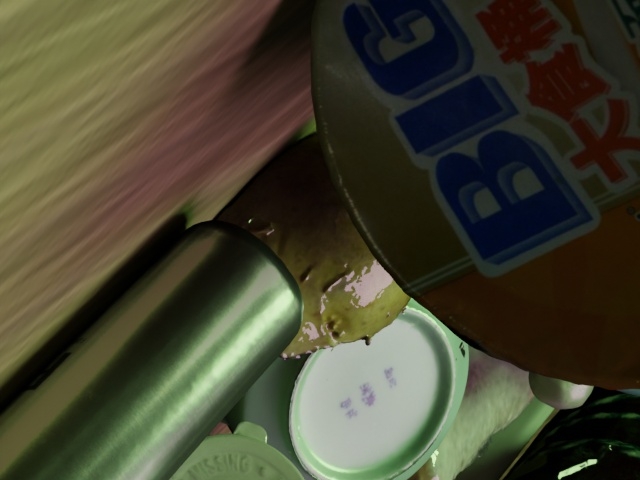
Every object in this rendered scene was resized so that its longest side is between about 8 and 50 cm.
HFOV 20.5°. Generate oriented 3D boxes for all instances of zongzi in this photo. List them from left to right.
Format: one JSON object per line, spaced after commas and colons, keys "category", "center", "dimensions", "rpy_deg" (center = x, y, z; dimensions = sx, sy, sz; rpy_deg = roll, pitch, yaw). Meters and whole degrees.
{"category": "zongzi", "center": [0.290, 0.203, 1.583], "dimensions": [0.362, 0.319, 0.383], "rpy_deg": [-62, -172, 0]}

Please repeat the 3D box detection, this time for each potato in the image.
{"category": "potato", "center": [0.000, 0.000, 0.946], "dimensions": [0.172, 0.100, 0.089], "rpy_deg": [-39, 159, -43]}

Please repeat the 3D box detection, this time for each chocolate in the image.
{"category": "chocolate", "center": [0.080, 0.079, 1.398], "dimensions": [0.303, 0.185, 0.100], "rpy_deg": [-36, 133, -49]}

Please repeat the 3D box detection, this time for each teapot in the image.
{"category": "teapot", "center": [-0.006, 0.075, 1.103], "dimensions": [0.232, 0.159, 0.159], "rpy_deg": [-36, 166, -16]}

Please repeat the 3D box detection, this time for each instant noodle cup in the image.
{"category": "instant noodle cup", "center": [0.155, -0.094, 0.834], "dimensions": [0.296, 0.296, 0.214], "rpy_deg": [-55, 178, 15]}

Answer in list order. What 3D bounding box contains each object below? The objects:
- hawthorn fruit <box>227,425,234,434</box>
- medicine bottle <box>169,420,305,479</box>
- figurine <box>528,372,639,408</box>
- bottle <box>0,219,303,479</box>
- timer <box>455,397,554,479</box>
{"category": "hawthorn fruit", "center": [-0.005, 0.102, 1.221], "dimensions": [0.128, 0.128, 0.128], "rpy_deg": [-50, 170, -12]}
{"category": "medicine bottle", "center": [-0.082, 0.173, 0.946], "dimensions": [0.135, 0.135, 0.215], "rpy_deg": [-46, -178, -32]}
{"category": "figurine", "center": [0.251, 0.003, 1.293], "dimensions": [0.361, 0.377, 0.266], "rpy_deg": [-42, 166, -53]}
{"category": "bottle", "center": [-0.109, 0.098, 0.822], "dimensions": [0.254, 0.079, 0.096], "rpy_deg": [-48, 168, -30]}
{"category": "timer", "center": [0.109, 0.134, 1.633], "dimensions": [0.192, 0.194, 0.195], "rpy_deg": [-51, 170, -5]}
